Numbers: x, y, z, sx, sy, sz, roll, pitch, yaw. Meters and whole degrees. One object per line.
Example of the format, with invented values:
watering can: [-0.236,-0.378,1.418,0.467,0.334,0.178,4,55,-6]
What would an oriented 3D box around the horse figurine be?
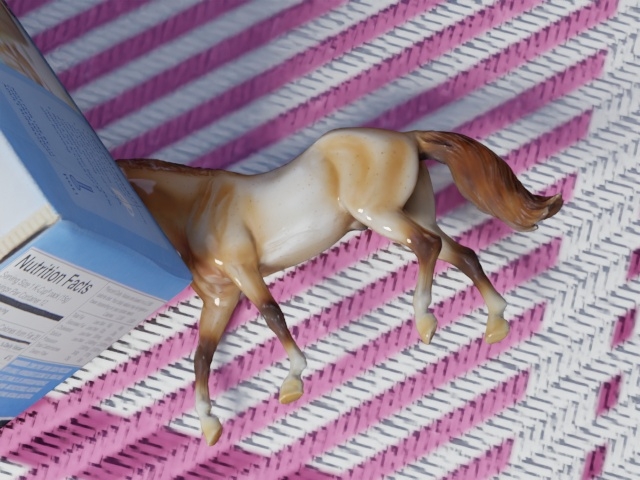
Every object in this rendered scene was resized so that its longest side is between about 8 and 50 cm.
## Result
horse figurine: [0.000,0.000,1.005,0.263,0.066,0.174,-21,66,0]

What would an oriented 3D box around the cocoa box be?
cocoa box: [-0.270,-0.063,0.914,0.228,0.231,0.347,-37,76,5]
